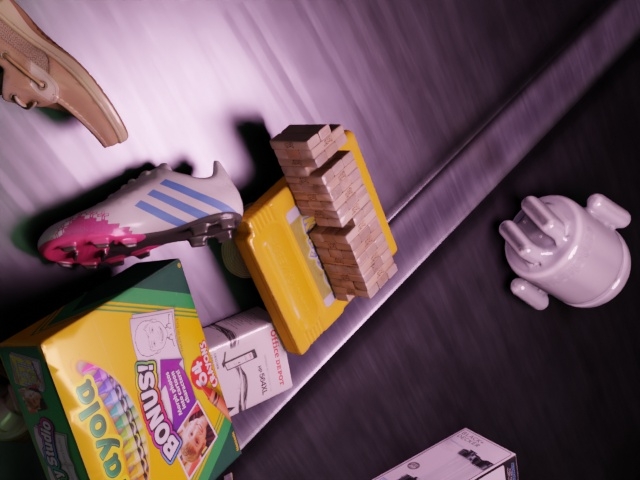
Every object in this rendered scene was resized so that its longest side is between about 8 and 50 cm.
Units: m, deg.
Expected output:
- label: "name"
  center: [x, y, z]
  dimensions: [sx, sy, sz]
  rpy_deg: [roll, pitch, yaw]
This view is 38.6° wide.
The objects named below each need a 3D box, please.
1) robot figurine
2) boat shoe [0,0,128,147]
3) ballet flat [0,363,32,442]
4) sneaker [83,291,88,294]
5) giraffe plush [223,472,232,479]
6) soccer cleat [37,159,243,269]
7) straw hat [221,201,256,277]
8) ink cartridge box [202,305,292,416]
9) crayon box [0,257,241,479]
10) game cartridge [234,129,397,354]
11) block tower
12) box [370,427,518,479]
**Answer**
- label: "robot figurine"
  center: [0.549, 0.029, 2.019]
  dimensions: [0.353, 0.200, 0.300]
  rpy_deg: [26, 115, -37]
- label: "boat shoe"
  center: [-0.422, -0.245, 1.310]
  dimensions: [0.110, 0.121, 0.341]
  rpy_deg: [-48, 115, -9]
- label: "ballet flat"
  center: [-0.517, 0.221, 1.364]
  dimensions: [0.116, 0.124, 0.342]
  rpy_deg: [-49, 125, -14]
- label: "sneaker"
  center: [-0.350, 0.215, 1.502]
  dimensions: [0.135, 0.098, 0.276]
  rpy_deg: [-8, 99, -50]
- label: "giraffe plush"
  center: [-0.114, 0.563, 1.749]
  dimensions: [0.170, 0.181, 0.210]
  rpy_deg: [30, 50, -47]
- label: "soccer cleat"
  center: [-0.292, -0.047, 1.472]
  dimensions: [0.331, 0.116, 0.143]
  rpy_deg: [-10, 70, -20]
- label: "straw hat"
  center: [-0.104, 0.007, 1.636]
  dimensions: [0.144, 0.061, 0.144]
  rpy_deg: [-10, 109, -32]
- label: "ink cartridge box"
  center: [-0.163, 0.227, 1.641]
  dimensions: [0.203, 0.086, 0.148]
  rpy_deg: [-22, 114, -29]
- label: "crayon box"
  center: [-0.289, 0.253, 1.395]
  dimensions: [0.313, 0.106, 0.363]
  rpy_deg: [-38, 117, -55]
- label: "game cartridge"
  center: [0.000, 0.000, 1.663]
  dimensions: [0.323, 0.053, 0.285]
  rpy_deg: [-46, 126, -36]
- label: "block tower"
  center: [0.031, -0.049, 1.591]
  dimensions: [0.091, 0.097, 0.335]
  rpy_deg: [-44, 125, -35]
- label: "box"
  center: [0.269, 0.529, 1.987]
  dimensions: [0.290, 0.169, 0.087]
  rpy_deg: [-20, 112, -28]
